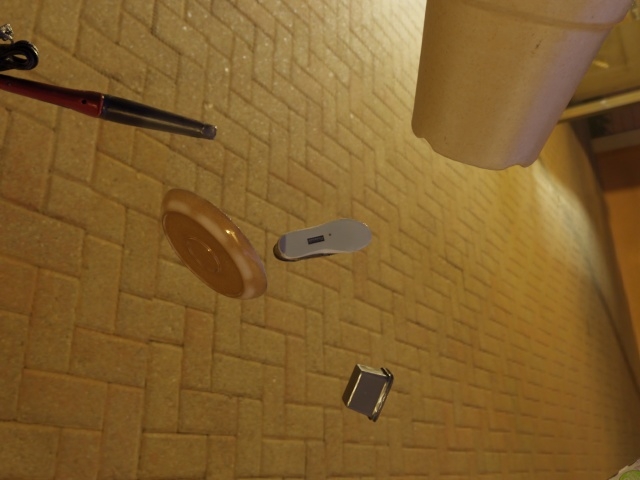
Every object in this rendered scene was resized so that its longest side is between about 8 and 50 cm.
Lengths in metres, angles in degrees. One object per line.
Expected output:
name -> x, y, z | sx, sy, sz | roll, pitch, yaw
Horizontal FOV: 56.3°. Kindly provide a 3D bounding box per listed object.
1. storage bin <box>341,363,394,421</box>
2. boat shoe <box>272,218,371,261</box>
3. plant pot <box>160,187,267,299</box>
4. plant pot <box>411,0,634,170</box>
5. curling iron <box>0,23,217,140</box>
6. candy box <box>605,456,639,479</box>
storage bin -> 0.117, 0.388, 1.567 | 0.091, 0.098, 0.135 | 22, 95, -14
boat shoe -> 0.000, 0.000, 1.133 | 0.183, 0.083, 0.065 | -7, 85, -16
plant pot -> -0.188, 0.017, 1.004 | 0.032, 0.236, 0.236 | -46, 122, -31
plant pot -> 0.283, -0.293, 0.942 | 0.334, 0.333, 0.306 | -49, 156, -53
curling iron -> -0.247, -0.161, 0.657 | 0.273, 0.068, 0.035 | 20, 36, -11
candy box -> 0.298, 0.221, 0.442 | 0.070, 0.196, 0.165 | 56, 1, -5
